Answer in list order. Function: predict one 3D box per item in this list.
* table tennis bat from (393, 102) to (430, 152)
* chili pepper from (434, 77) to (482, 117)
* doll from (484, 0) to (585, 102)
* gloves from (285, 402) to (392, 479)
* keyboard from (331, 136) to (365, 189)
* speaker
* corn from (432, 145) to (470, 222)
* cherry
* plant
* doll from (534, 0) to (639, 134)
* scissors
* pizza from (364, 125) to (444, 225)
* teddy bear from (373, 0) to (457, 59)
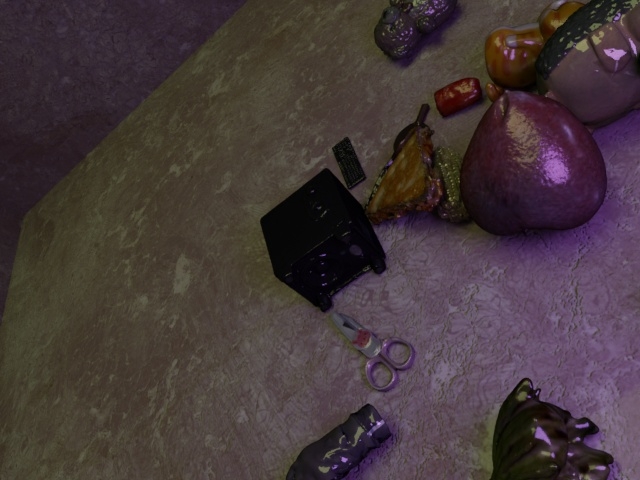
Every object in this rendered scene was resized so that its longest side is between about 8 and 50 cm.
[{"bbox_3d":[0.224,-0.317,1.420,0.107,0.119,0.170,8,68,44],"label":"table tennis bat"},{"bbox_3d":[0.354,-0.372,1.386,0.123,0.070,0.073,-19,32,34],"label":"chili pepper"},{"bbox_3d":[0.503,-0.445,1.238,0.269,0.162,0.166,-18,13,39],"label":"doll"},{"bbox_3d":[0.021,0.435,1.057,0.285,0.119,0.142,-55,9,0],"label":"gloves"},{"bbox_3d":[0.079,-0.226,1.561,0.061,0.013,0.204,-34,43,17],"label":"keyboard"},{"bbox_3d":[0.000,0.000,1.334,0.232,0.184,0.254,-36,41,15],"label":"speaker"},{"bbox_3d":[0.304,-0.131,1.242,0.087,0.087,0.211,-22,42,29],"label":"corn"},{"bbox_3d":[0.390,-0.134,1.024,0.261,0.307,0.221,-7,15,43],"label":"cherry"},{"bbox_3d":[0.269,0.369,0.831,0.333,0.180,0.251,-32,33,25],"label":"plant"},{"bbox_3d":[0.574,-0.355,1.003,0.349,0.247,0.247,-44,38,32],"label":"doll"},{"bbox_3d":[0.098,0.224,1.190,0.118,0.030,0.242,-52,44,-2],"label":"scissors"},{"bbox_3d":[0.221,-0.162,1.275,0.287,0.074,0.251,-4,64,65],"label":"pizza"},{"bbox_3d":[0.275,-0.675,1.624,0.267,0.151,0.236,-33,49,12],"label":"teddy bear"}]
